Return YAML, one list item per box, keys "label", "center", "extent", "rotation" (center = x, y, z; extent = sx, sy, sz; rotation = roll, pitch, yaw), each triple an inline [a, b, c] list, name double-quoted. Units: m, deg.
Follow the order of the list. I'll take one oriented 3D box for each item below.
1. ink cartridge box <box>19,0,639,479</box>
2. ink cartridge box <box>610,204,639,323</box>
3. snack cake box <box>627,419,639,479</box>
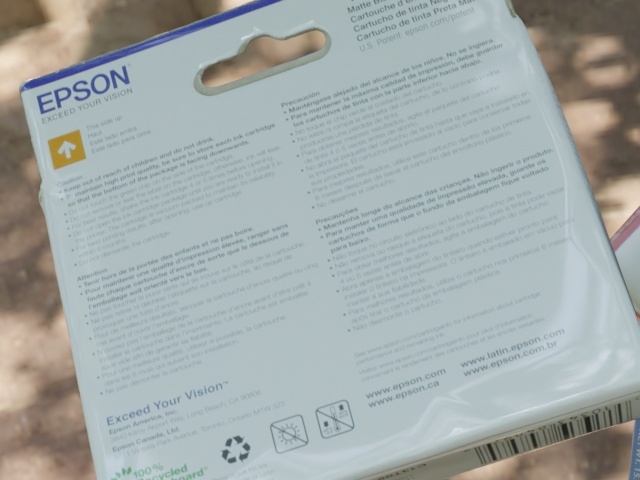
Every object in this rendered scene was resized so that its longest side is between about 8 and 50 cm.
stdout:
- label: "ink cartridge box"
  center: [0.000, 0.000, 0.661]
  extent: [0.223, 0.045, 0.224]
  rotation: [-18, 64, 5]
- label: "ink cartridge box"
  center: [0.332, -0.012, 1.141]
  extent: [0.279, 0.160, 0.385]
  rotation: [-48, -10, 0]
- label: "snack cake box"
  center: [0.211, 0.093, 0.685]
  extent: [0.089, 0.264, 0.152]
  rotation: [8, -2, -19]
